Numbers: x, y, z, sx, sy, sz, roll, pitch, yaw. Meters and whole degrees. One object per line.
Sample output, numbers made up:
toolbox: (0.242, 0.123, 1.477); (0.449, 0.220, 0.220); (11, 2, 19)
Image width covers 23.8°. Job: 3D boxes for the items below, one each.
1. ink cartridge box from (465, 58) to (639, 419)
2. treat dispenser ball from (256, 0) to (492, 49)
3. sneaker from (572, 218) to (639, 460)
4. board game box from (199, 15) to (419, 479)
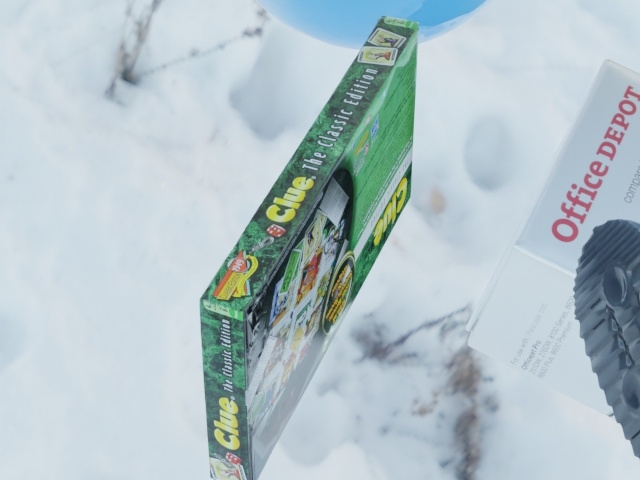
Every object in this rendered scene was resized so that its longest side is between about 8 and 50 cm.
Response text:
ink cartridge box: (0.374, 0.044, 1.412); (0.394, 0.166, 0.285); (26, 51, 7)
treat dispenser ball: (0.046, -0.306, 1.287); (0.288, 0.288, 0.288); (10, 58, -17)
sneaker: (0.243, 0.128, 0.774); (0.131, 0.112, 0.319); (-7, 72, -28)
board game box: (0.000, 0.000, 0.839); (0.030, 0.136, 0.260); (13, 43, 17)
